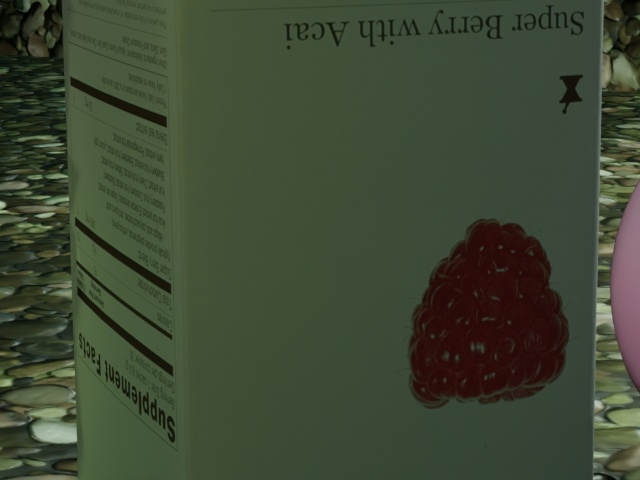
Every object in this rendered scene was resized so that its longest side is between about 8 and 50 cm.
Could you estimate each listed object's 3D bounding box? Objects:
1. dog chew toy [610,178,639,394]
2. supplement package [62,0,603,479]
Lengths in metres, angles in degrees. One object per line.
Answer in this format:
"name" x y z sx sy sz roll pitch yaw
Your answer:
"dog chew toy" 0.244 0.050 0.775 0.207 0.206 0.332 -1 21 -3
"supplement package" 0.000 0.000 0.749 0.178 0.292 0.175 -6 13 -21
